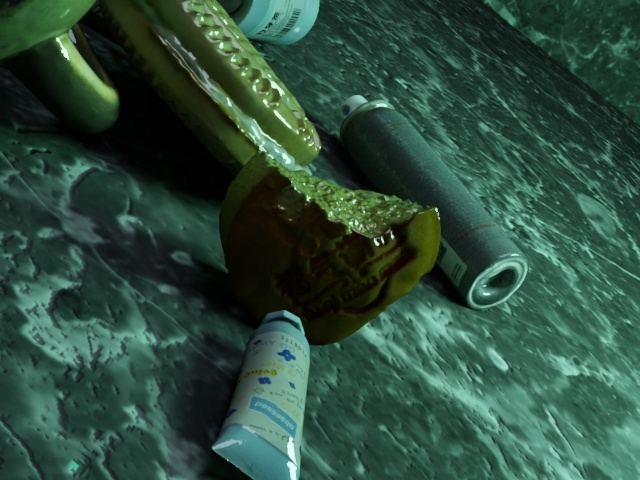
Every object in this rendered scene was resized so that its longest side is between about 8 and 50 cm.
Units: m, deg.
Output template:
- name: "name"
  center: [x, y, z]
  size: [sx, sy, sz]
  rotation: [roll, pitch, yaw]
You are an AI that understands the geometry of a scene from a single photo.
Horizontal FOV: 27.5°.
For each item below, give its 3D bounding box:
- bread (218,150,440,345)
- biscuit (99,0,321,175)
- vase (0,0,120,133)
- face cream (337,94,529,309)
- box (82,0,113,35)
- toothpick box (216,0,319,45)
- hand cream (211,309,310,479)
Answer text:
- name: "bread"
  center: [-0.001, 0.009, 0.945]
  size: [0.156, 0.125, 0.086]
  rotation: [12, 22, -22]
- name: "biscuit"
  center: [-0.091, -0.142, 1.095]
  size: [0.259, 0.079, 0.259]
  rotation: [49, 6, -7]
- name: "vase"
  center: [-0.242, -0.218, 0.942]
  size: [0.329, 0.241, 0.302]
  rotation: [60, -3, -24]
- name: "face cream"
  center: [0.102, -0.050, 1.314]
  size: [0.073, 0.073, 0.283]
  rotation: [15, 31, -47]
- name: "box"
  center: [-0.199, -0.303, 1.240]
  size: [0.195, 0.148, 0.177]
  rotation: [31, 20, -21]
- name: "toothpick box"
  center: [-0.078, -0.268, 1.440]
  size: [0.101, 0.101, 0.153]
  rotation: [45, 20, 17]
- name: "hand cream"
  center: [-0.032, 0.099, 0.816]
  size: [0.065, 0.043, 0.171]
  rotation: [37, 24, -14]
